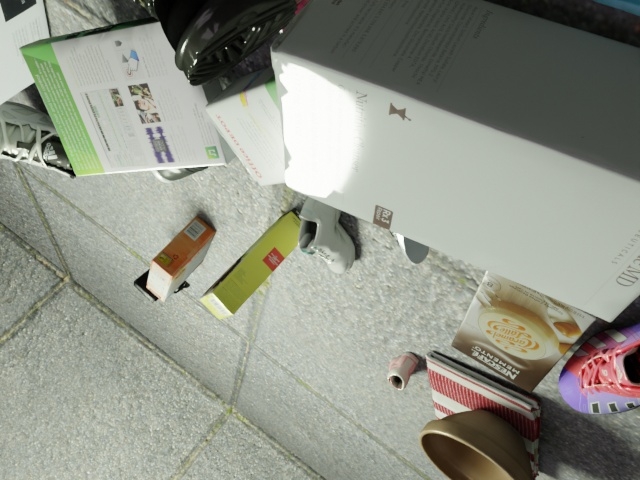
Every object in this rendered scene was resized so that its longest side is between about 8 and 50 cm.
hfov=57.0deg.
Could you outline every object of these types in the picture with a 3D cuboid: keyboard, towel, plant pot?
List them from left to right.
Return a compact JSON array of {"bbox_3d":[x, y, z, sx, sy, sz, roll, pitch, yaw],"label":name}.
[{"bbox_3d":[-0.409,0.103,1.592,0.108,0.180,0.023,41,132,1],"label":"keyboard"},{"bbox_3d":[0.338,0.371,1.223,0.237,0.037,0.329,21,145,35],"label":"towel"},{"bbox_3d":[0.319,0.409,1.145,0.237,0.110,0.237,33,151,21],"label":"plant pot"}]

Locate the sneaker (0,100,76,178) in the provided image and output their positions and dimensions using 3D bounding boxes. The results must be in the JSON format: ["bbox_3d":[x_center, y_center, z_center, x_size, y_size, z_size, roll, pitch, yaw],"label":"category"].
[{"bbox_3d":[-0.690,-0.246,1.306,0.257,0.169,0.447,17,-171,16],"label":"sneaker"}]

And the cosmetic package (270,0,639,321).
[{"bbox_3d":[0.160,-0.096,0.583,0.384,0.156,0.217,24,153,16],"label":"cosmetic package"}]

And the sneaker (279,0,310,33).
[{"bbox_3d":[-0.047,-0.300,0.693,0.075,0.063,0.170,56,180,34],"label":"sneaker"}]

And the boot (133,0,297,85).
[{"bbox_3d":[-0.165,-0.306,0.633,0.260,0.131,0.348,55,174,-16],"label":"boot"}]

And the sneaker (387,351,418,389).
[{"bbox_3d":[0.166,0.293,1.279,0.051,0.070,0.134,34,152,8],"label":"sneaker"}]

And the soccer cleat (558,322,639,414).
[{"bbox_3d":[0.386,0.157,0.735,0.318,0.116,0.109,125,130,-60],"label":"soccer cleat"}]

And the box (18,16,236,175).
[{"bbox_3d":[-0.308,-0.227,0.957,0.321,0.058,0.232,-1,121,22],"label":"box"}]

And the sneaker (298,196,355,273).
[{"bbox_3d":[0.000,0.000,1.032,0.080,0.094,0.212,20,146,30],"label":"sneaker"}]

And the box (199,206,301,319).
[{"bbox_3d":[-0.114,0.040,1.081,0.058,0.232,0.087,48,150,-9],"label":"box"}]

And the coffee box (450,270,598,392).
[{"bbox_3d":[0.287,0.097,0.817,0.141,0.098,0.247,30,150,19],"label":"coffee box"}]

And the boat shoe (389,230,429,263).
[{"bbox_3d":[0.125,-0.025,0.901,0.040,0.049,0.142,33,156,55],"label":"boat shoe"}]

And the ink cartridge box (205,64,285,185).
[{"bbox_3d":[-0.047,-0.169,0.847,0.212,0.093,0.154,-2,130,50],"label":"ink cartridge box"}]

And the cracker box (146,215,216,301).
[{"bbox_3d":[-0.350,0.050,1.462,0.067,0.156,0.232,40,152,-1],"label":"cracker box"}]

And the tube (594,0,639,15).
[{"bbox_3d":[0.248,-0.254,0.422,0.080,0.052,0.207,37,160,26],"label":"tube"}]

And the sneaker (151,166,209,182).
[{"bbox_3d":[-0.278,-0.239,1.035,0.146,0.105,0.296,-2,126,33],"label":"sneaker"}]

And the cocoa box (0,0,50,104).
[{"bbox_3d":[-0.668,-0.433,1.069,0.228,0.231,0.347,40,152,2],"label":"cocoa box"}]
